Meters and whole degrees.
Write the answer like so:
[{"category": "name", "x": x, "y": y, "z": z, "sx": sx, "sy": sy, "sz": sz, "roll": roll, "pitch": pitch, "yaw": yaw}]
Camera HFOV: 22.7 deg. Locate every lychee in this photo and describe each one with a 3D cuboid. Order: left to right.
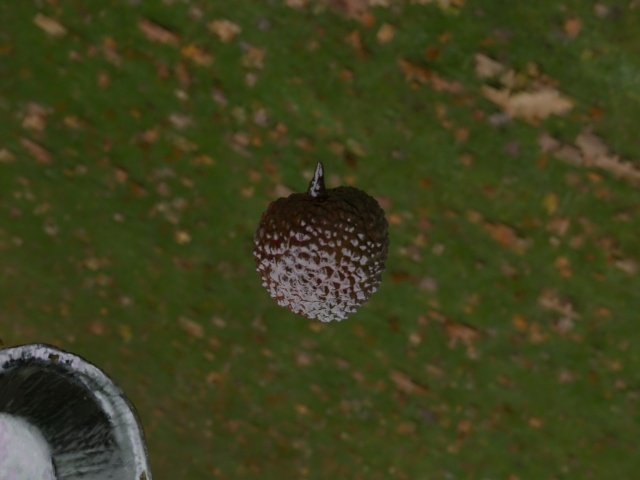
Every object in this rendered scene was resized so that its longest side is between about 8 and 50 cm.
[{"category": "lychee", "x": 0.000, "y": 0.000, "z": 1.841, "sx": 0.165, "sy": 0.165, "sz": 0.197, "roll": 6, "pitch": 112, "yaw": 49}]

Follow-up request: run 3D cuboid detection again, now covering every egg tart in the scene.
[{"category": "egg tart", "x": -0.251, "y": 0.202, "z": 1.339, "sx": 0.234, "sy": 0.234, "sz": 0.094, "roll": 19, "pitch": -177, "yaw": 24}]

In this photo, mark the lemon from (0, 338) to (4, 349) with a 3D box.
[{"category": "lemon", "x": -0.493, "y": 0.164, "z": 2.039, "sx": 0.187, "sy": 0.142, "sz": 0.142, "roll": -20, "pitch": 154, "yaw": 1}]
